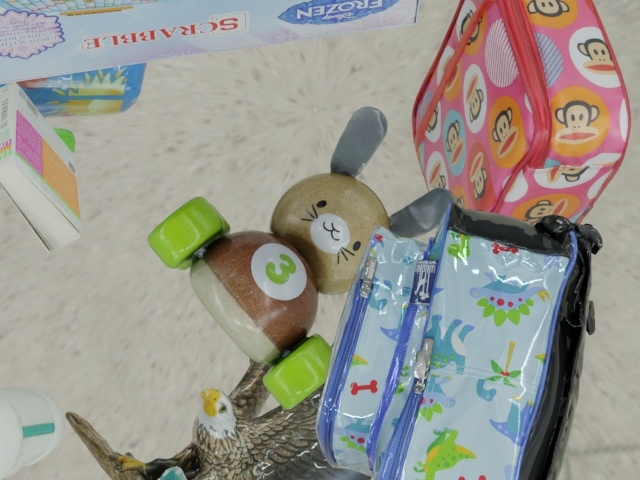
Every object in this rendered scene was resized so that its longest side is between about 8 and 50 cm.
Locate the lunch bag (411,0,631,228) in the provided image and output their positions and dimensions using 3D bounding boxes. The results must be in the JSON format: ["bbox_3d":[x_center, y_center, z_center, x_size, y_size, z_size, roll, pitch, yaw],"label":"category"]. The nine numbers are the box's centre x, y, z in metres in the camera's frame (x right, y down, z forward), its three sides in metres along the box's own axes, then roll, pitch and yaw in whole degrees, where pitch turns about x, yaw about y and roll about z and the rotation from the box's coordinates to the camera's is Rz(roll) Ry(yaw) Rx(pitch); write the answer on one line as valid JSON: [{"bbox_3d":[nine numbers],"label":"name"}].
[{"bbox_3d":[0.182,-0.130,1.645,0.120,0.293,0.258,-3,60,-16],"label":"lunch bag"}]

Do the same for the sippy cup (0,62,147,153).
[{"bbox_3d":[-0.299,-0.224,1.798,0.224,0.240,0.306,5,88,-15],"label":"sippy cup"}]

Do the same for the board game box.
[{"bbox_3d":[-0.088,-0.216,1.045,0.318,0.318,0.066,-8,67,-6],"label":"board game box"}]

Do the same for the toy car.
[{"bbox_3d":[0.000,0.000,1.215,0.188,0.149,0.155,-40,89,-1],"label":"toy car"}]

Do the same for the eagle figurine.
[{"bbox_3d":[-0.068,0.179,1.693,0.298,0.225,0.226,-34,92,-12],"label":"eagle figurine"}]

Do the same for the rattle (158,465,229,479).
[{"bbox_3d":[-0.112,0.255,1.450,0.130,0.143,0.200,19,54,12],"label":"rattle"}]

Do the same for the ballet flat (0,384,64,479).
[{"bbox_3d":[-0.403,0.199,1.781,0.139,0.400,0.139,4,85,-42],"label":"ballet flat"}]

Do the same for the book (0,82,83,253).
[{"bbox_3d":[-0.247,-0.068,1.486,0.035,0.144,0.096,-29,121,10],"label":"book"}]

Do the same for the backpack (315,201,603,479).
[{"bbox_3d":[0.045,0.054,0.579,0.084,0.105,0.114,10,72,11],"label":"backpack"}]
